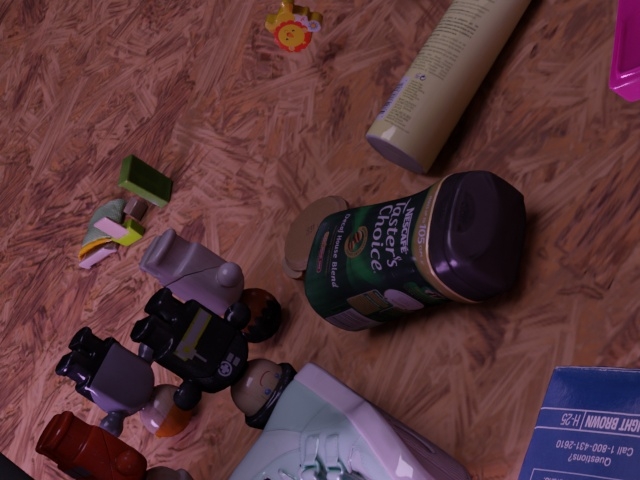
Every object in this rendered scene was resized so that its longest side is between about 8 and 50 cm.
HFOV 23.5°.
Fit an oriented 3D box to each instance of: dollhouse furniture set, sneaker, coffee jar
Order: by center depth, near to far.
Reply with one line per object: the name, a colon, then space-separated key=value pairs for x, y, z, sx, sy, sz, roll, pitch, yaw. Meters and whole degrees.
sneaker: x=0.011 y=0.189 z=1.106 sx=0.151 sy=0.094 sz=0.256 roll=-55 pitch=21 yaw=-5
coffee jar: x=0.074 y=0.009 z=1.188 sx=0.184 sy=0.079 sz=0.096 roll=-18 pitch=50 yaw=47
dollhouse furniture set: x=-0.232 y=-0.033 z=1.683 sx=0.152 sy=0.059 sz=0.076 roll=-29 pitch=42 yaw=40

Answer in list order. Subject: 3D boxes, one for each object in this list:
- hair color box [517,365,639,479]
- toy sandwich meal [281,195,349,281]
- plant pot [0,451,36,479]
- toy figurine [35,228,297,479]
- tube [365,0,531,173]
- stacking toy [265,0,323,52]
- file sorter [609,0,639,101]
hair color box: x=0.153 y=0.254 z=0.771 sx=0.105 sy=0.174 sz=0.347 roll=-3 pitch=61 yaw=55
toy sandwich meal: x=0.000 y=0.000 z=1.353 sx=0.085 sy=0.029 sz=0.085 roll=-35 pitch=34 yaw=29
plant pot: x=-0.287 y=0.304 z=1.164 sx=0.341 sy=0.334 sz=0.341 roll=-46 pitch=19 yaw=21
toy figurine: x=-0.123 y=0.118 z=1.308 sx=0.213 sy=0.148 sz=0.209 roll=-50 pitch=17 yaw=16
tube: x=0.126 y=-0.169 z=1.294 sx=0.070 sy=0.062 sz=0.240 roll=29 pitch=82 yaw=16
stacking toy: x=0.027 y=-0.306 z=1.494 sx=0.221 sy=0.052 sz=0.167 roll=-48 pitch=21 yaw=39
file sorter: x=0.319 y=-0.197 z=0.910 sx=0.202 sy=0.182 sz=0.290 roll=-20 pitch=49 yaw=45
